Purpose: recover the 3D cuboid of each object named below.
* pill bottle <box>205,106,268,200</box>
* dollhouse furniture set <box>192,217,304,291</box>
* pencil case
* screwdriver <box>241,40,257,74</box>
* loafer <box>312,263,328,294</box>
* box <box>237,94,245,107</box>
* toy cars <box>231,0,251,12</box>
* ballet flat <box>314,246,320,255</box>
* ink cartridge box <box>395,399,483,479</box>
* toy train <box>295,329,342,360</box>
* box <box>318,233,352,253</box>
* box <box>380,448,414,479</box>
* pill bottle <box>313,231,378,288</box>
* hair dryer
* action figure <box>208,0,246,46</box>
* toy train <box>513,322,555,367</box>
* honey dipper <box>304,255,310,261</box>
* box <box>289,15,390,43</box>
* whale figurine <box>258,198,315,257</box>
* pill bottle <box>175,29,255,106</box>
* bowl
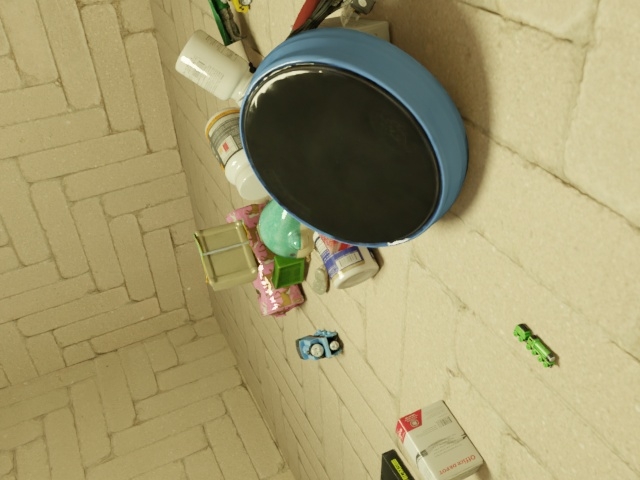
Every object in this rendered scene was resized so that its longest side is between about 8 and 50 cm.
[{"bbox_3d":[-0.239,-0.266,1.845,0.162,0.162,0.278,99,148,-53],"label":"pill bottle"},{"bbox_3d":[-0.219,0.051,1.843,0.151,0.302,0.197,102,150,-60],"label":"dollhouse furniture set"},{"bbox_3d":[-0.184,0.068,2.004,0.385,0.160,0.167,68,-166,9],"label":"pencil case"},{"bbox_3d":[-0.211,-0.530,1.748,0.169,0.024,0.025,68,-170,17],"label":"screwdriver"},{"bbox_3d":[0.006,0.111,1.709,0.045,0.039,0.125,28,148,15],"label":"loafer"},{"bbox_3d":[-0.108,-0.294,1.492,0.145,0.038,0.186,-1,131,56],"label":"box"},{"bbox_3d":[-0.197,-0.682,1.470,0.394,0.087,0.176,13,120,68],"label":"toy cars"},{"bbox_3d":[0.000,0.000,1.589,0.168,0.052,0.057,-127,27,-44],"label":"ballet flat"},{"bbox_3d":[0.238,0.418,1.216,0.150,0.109,0.063,57,155,38],"label":"ink cartridge box"},{"bbox_3d":[-0.007,0.321,1.814,0.184,0.105,0.080,-16,92,71],"label":"toy train"},{"bbox_3d":[0.060,-0.107,1.211,0.122,0.128,0.256,58,156,32],"label":"box"},{"bbox_3d":[0.222,0.690,1.606,0.184,0.045,0.190,48,149,45],"label":"box"},{"bbox_3d":[0.047,0.007,1.375,0.112,0.112,0.186,114,136,-63],"label":"pill bottle"},{"bbox_3d":[-0.001,-0.429,1.006,0.224,0.080,0.293,-25,42,34],"label":"hair dryer"},{"bbox_3d":[-0.281,-0.667,1.671,0.137,0.064,0.232,-73,-39,-63],"label":"action figure"},{"bbox_3d":[0.321,0.157,0.899,0.083,0.017,0.023,52,142,45],"label":"toy train"},{"bbox_3d":[-0.039,0.009,1.743,0.160,0.031,0.030,93,152,-51],"label":"honey dipper"},{"bbox_3d":[0.040,-0.307,1.102,0.182,0.119,0.180,-138,35,-56],"label":"box"},{"bbox_3d":[-0.082,-0.069,1.498,0.272,0.141,0.216,101,164,-57],"label":"whale figurine"},{"bbox_3d":[-0.271,-0.463,1.657,0.229,0.131,0.131,32,165,-12],"label":"pill bottle"},{"bbox_3d":[0.040,-0.144,0.978,0.391,0.077,0.391,20,141,17],"label":"bowl"}]
